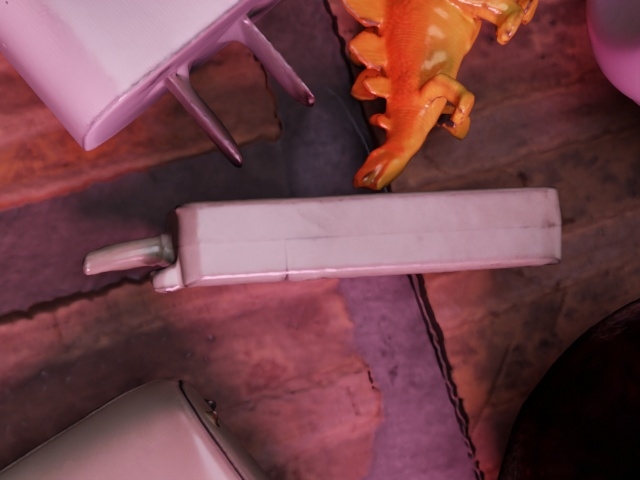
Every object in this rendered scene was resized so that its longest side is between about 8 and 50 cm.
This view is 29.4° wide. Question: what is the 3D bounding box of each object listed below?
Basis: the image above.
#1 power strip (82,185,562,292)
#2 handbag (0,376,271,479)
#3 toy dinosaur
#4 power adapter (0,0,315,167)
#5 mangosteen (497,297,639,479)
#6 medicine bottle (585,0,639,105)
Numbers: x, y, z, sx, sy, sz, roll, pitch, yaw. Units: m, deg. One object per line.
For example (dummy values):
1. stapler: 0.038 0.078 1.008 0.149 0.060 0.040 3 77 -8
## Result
1. power strip: 0.000 0.000 0.748 0.288 0.093 0.053 -3 89 -13
2. handbag: -0.143 0.245 0.696 0.315 0.109 0.241 -38 92 -8
3. toy dinosaur: 0.075 -0.154 0.788 0.117 0.070 0.288 25 68 9
4. power adapter: -0.107 -0.160 0.725 0.187 0.124 0.255 -41 95 -10
5. mangosteen: 0.235 0.159 0.687 0.297 0.293 0.297 -10 69 27
6. medicine bottle: 0.348 -0.144 0.756 0.302 0.241 0.241 23 81 -19
